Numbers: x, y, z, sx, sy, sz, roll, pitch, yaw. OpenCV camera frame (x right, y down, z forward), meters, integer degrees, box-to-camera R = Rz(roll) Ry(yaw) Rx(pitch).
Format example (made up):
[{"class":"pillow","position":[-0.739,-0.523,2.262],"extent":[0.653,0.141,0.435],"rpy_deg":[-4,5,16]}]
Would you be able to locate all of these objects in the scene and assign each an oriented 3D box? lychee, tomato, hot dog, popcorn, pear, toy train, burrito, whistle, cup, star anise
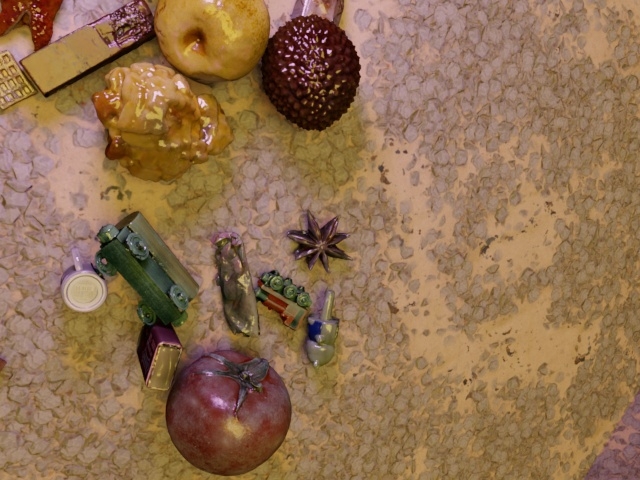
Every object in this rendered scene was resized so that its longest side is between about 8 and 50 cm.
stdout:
[{"class":"lychee","position":[-0.021,-0.405,1.353],"extent":[0.268,0.267,0.267],"rpy_deg":[-4,101,-22]},{"class":"tomato","position":[-0.228,0.430,1.390],"extent":[0.317,0.316,0.282],"rpy_deg":[16,111,-24]},{"class":"hot dog","position":[0.001,-0.645,1.434],"extent":[0.131,0.069,0.252],"rpy_deg":[11,92,-15]},{"class":"popcorn","position":[-0.358,-0.262,1.266],"extent":[0.333,0.225,0.264],"rpy_deg":[3,111,-39]},{"class":"pear","position":[-0.242,-0.492,1.257],"extent":[0.272,0.271,0.270],"rpy_deg":[-4,101,-22]},{"class":"toy train","position":[-0.108,0.162,1.526],"extent":[0.176,0.074,0.118],"rpy_deg":[33,92,-25]},{"class":"burrito","position":[-0.224,0.124,1.465],"extent":[0.096,0.066,0.308],"rpy_deg":[-5,106,15]},{"class":"whistle","position":[0.005,0.261,1.576],"extent":[0.092,0.110,0.244],"rpy_deg":[10,98,11]},{"class":"cup","position":[-0.568,0.096,1.285],"extent":[0.099,0.133,0.136],"rpy_deg":[-42,111,-15]},{"class":"toy train","position":[-0.422,0.072,1.330],"extent":[0.127,0.189,0.307],"rpy_deg":[-29,115,9]},{"class":"star anise","position":[0.000,0.000,1.545],"extent":[0.205,0.061,0.180],"rpy_deg":[1,104,-20]}]

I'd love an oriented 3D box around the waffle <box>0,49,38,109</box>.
[{"class":"waffle","position":[-0.705,-0.367,1.209],"extent":[0.092,0.021,0.134],"rpy_deg":[-32,111,-13]}]

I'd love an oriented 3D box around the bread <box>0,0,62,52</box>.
[{"class":"bread","position":[-0.624,-0.546,1.172],"extent":[0.140,0.095,0.268],"rpy_deg":[13,98,-17]}]

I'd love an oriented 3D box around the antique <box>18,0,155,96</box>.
[{"class":"antique","position":[-0.511,-0.439,1.238],"extent":[0.310,0.093,0.087],"rpy_deg":[-36,111,-14]}]

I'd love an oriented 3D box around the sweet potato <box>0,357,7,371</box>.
[{"class":"sweet potato","position":[-0.855,0.232,1.226],"extent":[0.281,0.067,0.059],"rpy_deg":[38,127,-23]}]

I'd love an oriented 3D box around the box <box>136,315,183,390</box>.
[{"class":"box","position":[-0.396,0.269,1.338],"extent":[0.069,0.224,0.120],"rpy_deg":[17,93,-26]}]
